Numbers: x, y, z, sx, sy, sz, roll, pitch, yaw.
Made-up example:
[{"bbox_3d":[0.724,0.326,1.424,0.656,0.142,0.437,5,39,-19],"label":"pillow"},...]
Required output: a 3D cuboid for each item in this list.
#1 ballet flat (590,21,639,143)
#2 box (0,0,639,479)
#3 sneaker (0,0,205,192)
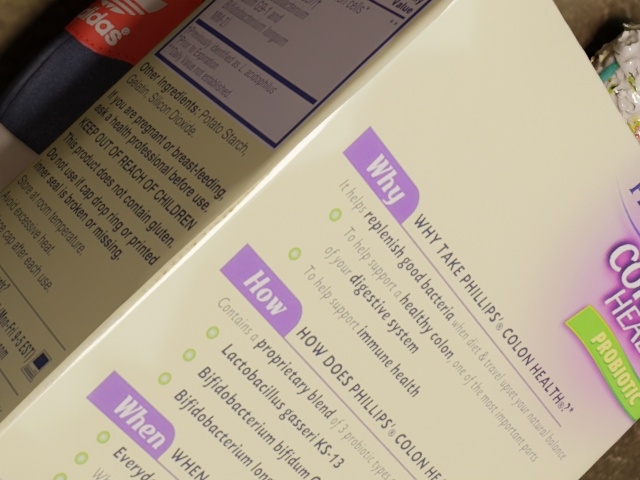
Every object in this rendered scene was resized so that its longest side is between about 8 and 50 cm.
[{"bbox_3d":[0.218,-0.049,0.973,0.077,0.091,0.241,-32,136,16],"label":"ballet flat"},{"bbox_3d":[0.004,0.026,0.605,0.243,0.117,0.213,-44,127,-4],"label":"box"},{"bbox_3d":[0.000,0.000,0.739,0.148,0.131,0.350,-53,138,0],"label":"sneaker"}]
